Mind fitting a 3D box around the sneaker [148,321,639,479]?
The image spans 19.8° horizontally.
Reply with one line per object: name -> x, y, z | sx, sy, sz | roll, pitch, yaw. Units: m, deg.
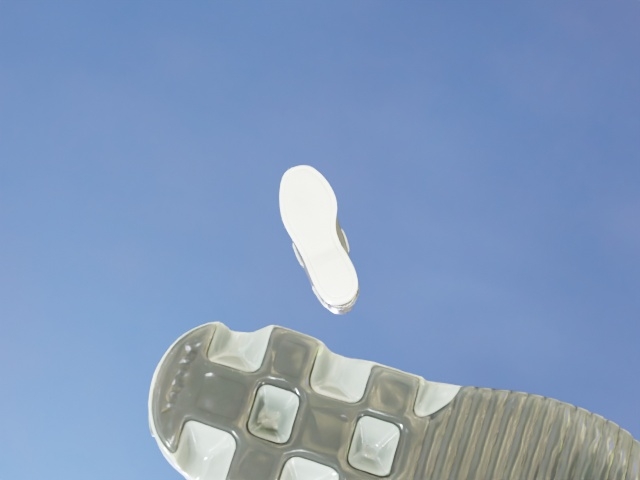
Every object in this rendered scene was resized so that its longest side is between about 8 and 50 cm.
sneaker -> 0.063, 0.142, 1.032 | 0.330, 0.122, 0.146 | 23, -19, 1

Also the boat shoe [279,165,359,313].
boat shoe -> 0.000, 0.000, 1.457 | 0.046, 0.125, 0.038 | -21, -23, -6
